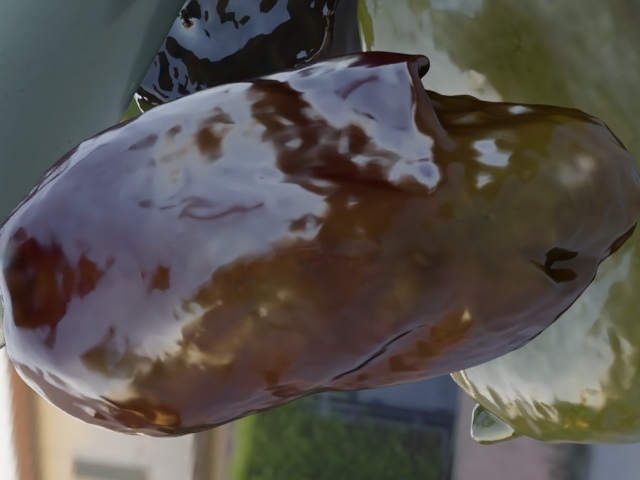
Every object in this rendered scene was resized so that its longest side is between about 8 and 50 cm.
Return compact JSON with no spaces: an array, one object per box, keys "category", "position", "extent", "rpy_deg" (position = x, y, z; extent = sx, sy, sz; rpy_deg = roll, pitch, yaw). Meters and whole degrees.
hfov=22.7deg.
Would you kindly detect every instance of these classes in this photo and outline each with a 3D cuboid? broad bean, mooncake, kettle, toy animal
[{"category":"broad bean","position":[-0.001,-0.003,0.566],"extent":[0.156,0.228,0.122],"rpy_deg":[46,-152,-86]},{"category":"mooncake","position":[-0.050,-0.207,1.294],"extent":[0.161,0.290,0.290],"rpy_deg":[7,-89,-61]},{"category":"kettle","position":[-0.243,-0.120,1.016],"extent":[0.265,0.205,0.318],"rpy_deg":[48,-132,-35]},{"category":"toy animal","position":[0.090,-0.080,0.742],"extent":[0.363,0.181,0.180],"rpy_deg":[62,166,-7]}]
